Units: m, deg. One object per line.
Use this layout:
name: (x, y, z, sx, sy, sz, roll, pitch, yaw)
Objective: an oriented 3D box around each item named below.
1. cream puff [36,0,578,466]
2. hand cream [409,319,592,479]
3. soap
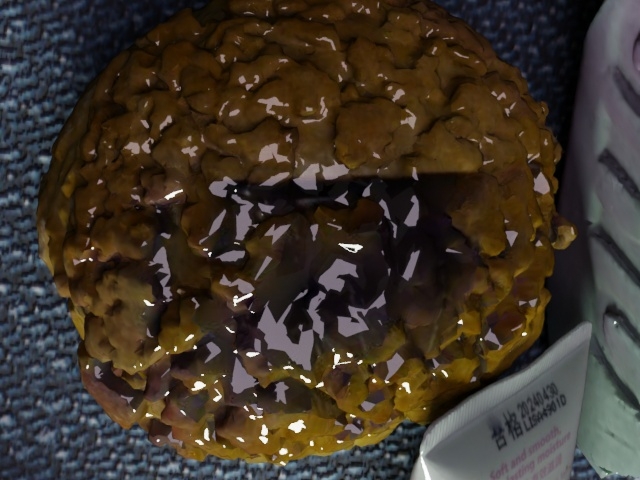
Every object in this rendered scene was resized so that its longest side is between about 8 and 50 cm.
cream puff: (0.000, 0.000, 1.188, 0.343, 0.231, 0.327, 37, 91, -19)
hand cream: (0.097, 0.230, 1.284, 0.185, 0.118, 0.358, -25, 134, -42)
soap: (0.272, -0.015, 1.199, 0.156, 0.261, 0.446, -13, 131, -20)
